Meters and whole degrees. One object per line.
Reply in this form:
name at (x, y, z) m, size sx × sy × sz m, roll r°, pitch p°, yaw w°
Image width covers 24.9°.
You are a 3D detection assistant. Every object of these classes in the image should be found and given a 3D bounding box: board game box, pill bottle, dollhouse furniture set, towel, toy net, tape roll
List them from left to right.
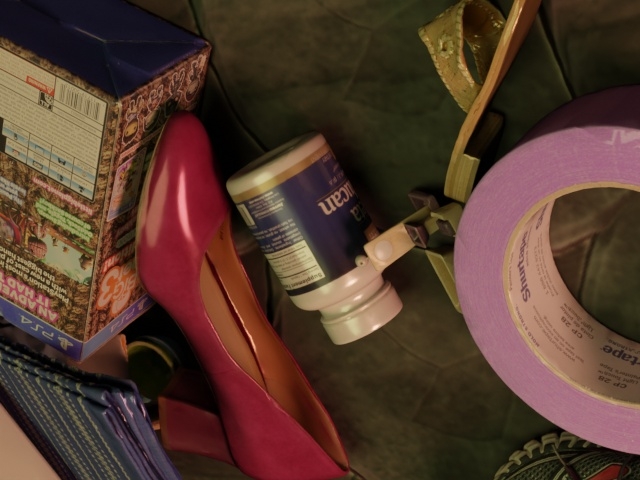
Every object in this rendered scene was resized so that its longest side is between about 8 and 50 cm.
board game box at (-0.252, -0.078, 1.321) m, size 0.232 × 0.141 × 0.291 m, roll 28°, pitch 128°, yaw 17°
towel at (-0.226, 0.190, 1.374) m, size 0.336 × 0.040 × 0.243 m, roll 14°, pitch 138°, yaw 49°
toy net at (-0.203, 0.168, 1.493) m, size 0.122 × 0.045 × 0.232 m, roll 30°, pitch 129°, yaw 14°
pill bottle at (0.000, 0.000, 1.234) m, size 0.094 × 0.094 × 0.169 m, roll -22°, pitch 103°, yaw 39°
dollhouse furniture set at (0.087, 0.031, 1.184) m, size 0.114 × 0.081 × 0.091 m, roll 61°, pitch 165°, yaw -19°
tape roll at (0.243, 0.025, 1.096) m, size 0.275 × 0.090 × 0.274 m, roll 16°, pitch 124°, yaw 25°

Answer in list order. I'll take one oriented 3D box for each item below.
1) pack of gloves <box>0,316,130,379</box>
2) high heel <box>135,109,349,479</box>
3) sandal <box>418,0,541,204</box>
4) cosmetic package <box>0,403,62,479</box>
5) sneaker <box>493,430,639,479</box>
pack of gloves at (-0.286, 0.151, 1.507) m, size 0.232 × 0.046 × 0.195 m, roll 21°, pitch 126°, yaw 37°
high heel at (-0.059, 0.057, 1.298) m, size 0.181 × 0.127 × 0.377 m, roll 9°, pitch 129°, yaw 14°
sandal at (0.107, -0.135, 1.093) m, size 0.079 × 0.088 × 0.240 m, roll 23°, pitch 131°, yaw 13°
cosmetic package at (-0.376, 0.219, 1.424) m, size 0.365 × 0.155 × 0.197 m, roll 55°, pitch 156°, yaw -11°
sneaker at (0.244, 0.219, 1.190) m, size 0.299 × 0.112 × 0.120 m, roll -24°, pitch 102°, yaw 40°
